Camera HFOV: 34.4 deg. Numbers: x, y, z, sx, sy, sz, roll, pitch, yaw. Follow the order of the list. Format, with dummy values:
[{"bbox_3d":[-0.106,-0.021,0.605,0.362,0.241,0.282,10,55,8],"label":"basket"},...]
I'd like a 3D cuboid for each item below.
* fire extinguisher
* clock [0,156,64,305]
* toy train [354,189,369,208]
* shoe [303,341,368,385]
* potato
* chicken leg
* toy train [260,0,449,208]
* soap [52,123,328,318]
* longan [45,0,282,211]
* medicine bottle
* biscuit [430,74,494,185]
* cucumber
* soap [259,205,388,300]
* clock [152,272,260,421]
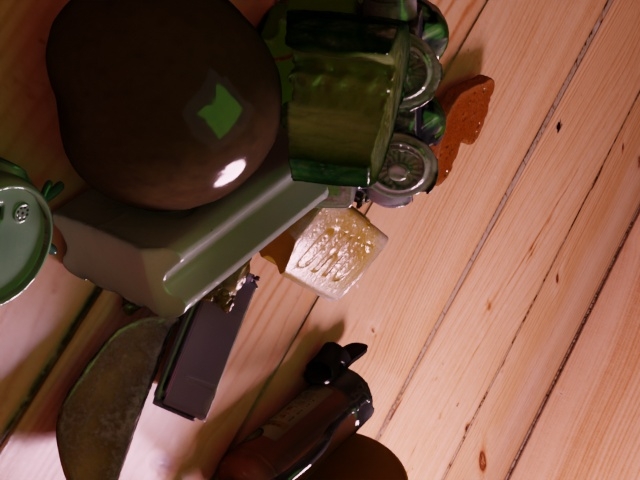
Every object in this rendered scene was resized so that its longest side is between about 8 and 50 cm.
[{"bbox_3d":[-0.047,0.318,1.621,0.376,0.113,0.200,-35,163,-44],"label":"fire extinguisher"},{"bbox_3d":[-0.328,-0.006,1.011,0.211,0.066,0.159,-20,127,-54],"label":"clock"},{"bbox_3d":[0.064,-0.098,1.537,0.081,0.060,0.202,-61,-177,-6],"label":"toy train"},{"bbox_3d":[0.025,0.191,1.746,0.159,0.062,0.053,-26,117,-50],"label":"shoe"},{"bbox_3d":[-0.265,0.201,1.261,0.120,0.100,0.261,140,-31,-64],"label":"potato"},{"bbox_3d":[-0.160,0.055,1.241,0.070,0.178,0.093,-8,78,-77],"label":"chicken leg"},{"bbox_3d":[0.036,-0.184,1.314,0.173,0.249,0.307,-77,168,-54],"label":"toy train"},{"bbox_3d":[-0.141,-0.043,1.188,0.289,0.173,0.095,-40,140,-40],"label":"soap"},{"bbox_3d":[-0.163,-0.149,1.043,0.248,0.248,0.248,-38,139,-43],"label":"longan"},{"bbox_3d":[0.027,0.485,1.755,0.238,0.238,0.232,-38,139,-43],"label":"medicine bottle"},{"bbox_3d":[0.248,-0.202,1.878,0.192,0.036,0.186,-30,136,-49],"label":"biscuit"},{"bbox_3d":[0.021,-0.157,1.126,0.191,0.130,0.191,8,90,-79],"label":"cucumber"},{"bbox_3d":[0.000,0.000,1.528,0.140,0.073,0.232,-51,151,3],"label":"soap"},{"bbox_3d":[-0.145,0.127,1.338,0.144,0.073,0.193,177,-65,-88],"label":"clock"}]
